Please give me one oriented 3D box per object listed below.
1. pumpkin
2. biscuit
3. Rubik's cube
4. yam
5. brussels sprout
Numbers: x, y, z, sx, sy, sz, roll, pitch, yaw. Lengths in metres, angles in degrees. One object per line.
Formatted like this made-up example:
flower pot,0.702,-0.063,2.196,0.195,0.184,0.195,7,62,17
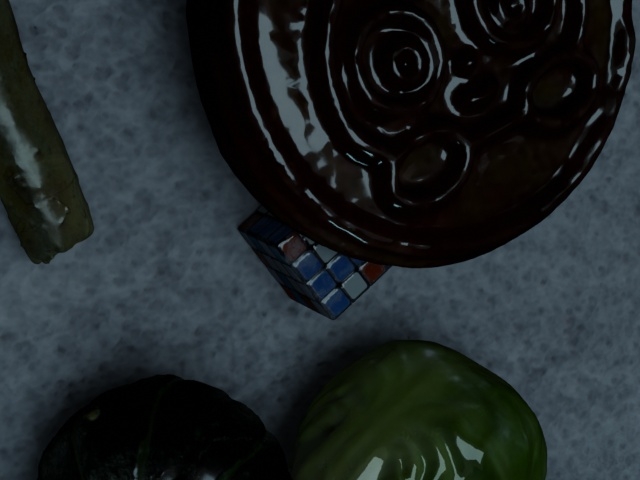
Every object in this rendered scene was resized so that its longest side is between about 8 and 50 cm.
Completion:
pumpkin,-0.130,0.220,1.144,0.220,0.162,0.220,3,104,14
biscuit,0.091,-0.177,1.135,0.407,0.091,0.407,-3,98,-23
Rubik's cube,0.000,0.000,1.220,0.092,0.092,0.092,-42,115,-13
yam,-0.258,-0.129,1.085,0.071,0.067,0.317,-41,118,-46
brussels sprout,0.083,0.208,1.245,0.244,0.244,0.244,-5,103,-25
